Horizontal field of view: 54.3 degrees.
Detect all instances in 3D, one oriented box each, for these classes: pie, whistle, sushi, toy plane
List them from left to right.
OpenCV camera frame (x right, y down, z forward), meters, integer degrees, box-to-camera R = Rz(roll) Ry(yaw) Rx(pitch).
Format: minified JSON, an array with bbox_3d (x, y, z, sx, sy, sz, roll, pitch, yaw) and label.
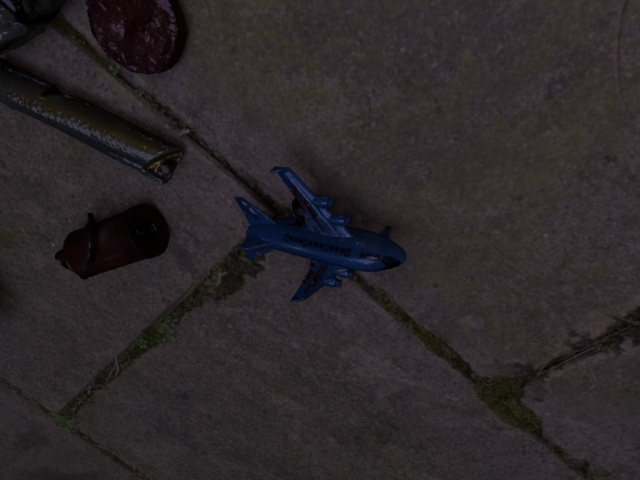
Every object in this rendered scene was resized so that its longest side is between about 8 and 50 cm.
[{"bbox_3d":[-0.402,-0.344,0.821,0.332,0.130,0.124,-25,111,35],"label":"sushi"},{"bbox_3d":[-0.371,-0.186,0.974,0.326,0.057,0.068,27,87,-3],"label":"whistle"},{"bbox_3d":[-0.253,-0.303,0.859,0.154,0.036,0.155,10,128,13],"label":"pie"},{"bbox_3d":[0.000,0.000,0.955,0.271,0.105,0.254,5,128,15],"label":"toy plane"}]

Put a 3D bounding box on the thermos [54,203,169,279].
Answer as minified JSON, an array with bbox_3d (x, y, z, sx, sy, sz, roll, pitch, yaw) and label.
[{"bbox_3d":[-0.381,0.011,1.112,0.231,0.099,0.124,-17,157,31],"label":"thermos"}]
